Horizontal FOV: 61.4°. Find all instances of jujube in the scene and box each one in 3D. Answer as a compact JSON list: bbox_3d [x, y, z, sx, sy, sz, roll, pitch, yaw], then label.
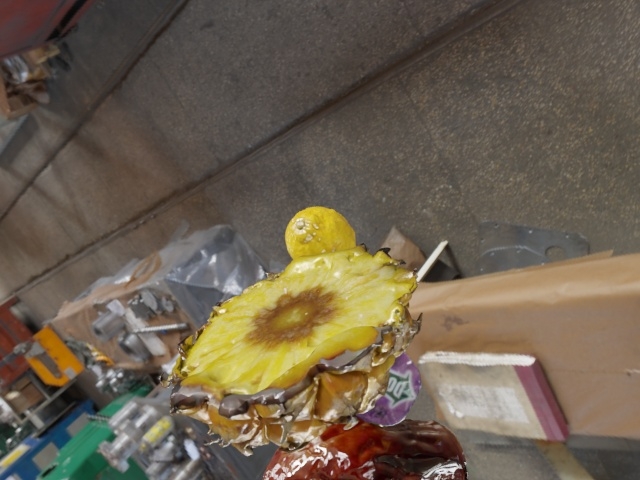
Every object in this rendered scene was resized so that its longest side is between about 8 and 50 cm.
[{"bbox_3d":[0.063,0.348,0.779,0.197,0.290,0.197,171,90,-83],"label":"jujube"}]

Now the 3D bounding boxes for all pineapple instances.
[{"bbox_3d":[-0.015,0.081,0.411,0.224,0.225,0.076,-5,115,44],"label":"pineapple"}]

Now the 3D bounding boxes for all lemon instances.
[{"bbox_3d":[0.000,0.000,0.903,0.114,0.114,0.155,20,175,28],"label":"lemon"}]

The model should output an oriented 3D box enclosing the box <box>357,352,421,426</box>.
[{"bbox_3d":[0.052,0.188,0.770,0.134,0.097,0.345,26,168,8],"label":"box"}]
